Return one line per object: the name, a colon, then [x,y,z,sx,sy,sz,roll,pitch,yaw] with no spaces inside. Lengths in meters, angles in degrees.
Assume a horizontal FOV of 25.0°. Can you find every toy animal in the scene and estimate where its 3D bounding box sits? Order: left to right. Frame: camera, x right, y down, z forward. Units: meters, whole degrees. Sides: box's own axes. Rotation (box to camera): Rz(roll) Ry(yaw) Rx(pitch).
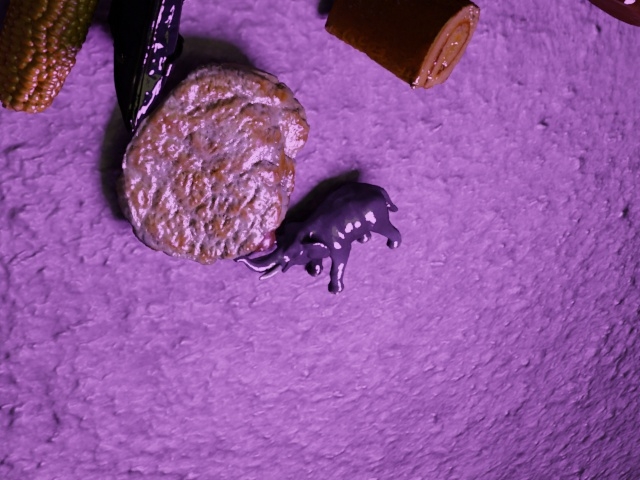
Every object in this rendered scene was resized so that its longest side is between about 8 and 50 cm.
toy animal: [0.000,0.008,2.076,0.270,0.082,0.137,-29,132,-18]

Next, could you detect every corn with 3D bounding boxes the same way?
corn: [-0.281,-0.287,1.580,0.101,0.101,0.310,-1,121,-42]

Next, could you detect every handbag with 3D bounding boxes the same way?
handbag: [-0.189,-0.269,1.612,0.089,0.211,0.254,10,117,-10]

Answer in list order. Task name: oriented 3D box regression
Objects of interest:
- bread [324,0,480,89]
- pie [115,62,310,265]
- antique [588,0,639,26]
bread: [0.106,-0.286,1.875,0.103,0.172,0.132,8,114,-58]
pie: [-0.137,-0.097,1.854,0.257,0.105,0.274,5,115,-35]
antique: [0.439,-0.422,2.132,0.257,0.121,0.143,20,98,-49]
